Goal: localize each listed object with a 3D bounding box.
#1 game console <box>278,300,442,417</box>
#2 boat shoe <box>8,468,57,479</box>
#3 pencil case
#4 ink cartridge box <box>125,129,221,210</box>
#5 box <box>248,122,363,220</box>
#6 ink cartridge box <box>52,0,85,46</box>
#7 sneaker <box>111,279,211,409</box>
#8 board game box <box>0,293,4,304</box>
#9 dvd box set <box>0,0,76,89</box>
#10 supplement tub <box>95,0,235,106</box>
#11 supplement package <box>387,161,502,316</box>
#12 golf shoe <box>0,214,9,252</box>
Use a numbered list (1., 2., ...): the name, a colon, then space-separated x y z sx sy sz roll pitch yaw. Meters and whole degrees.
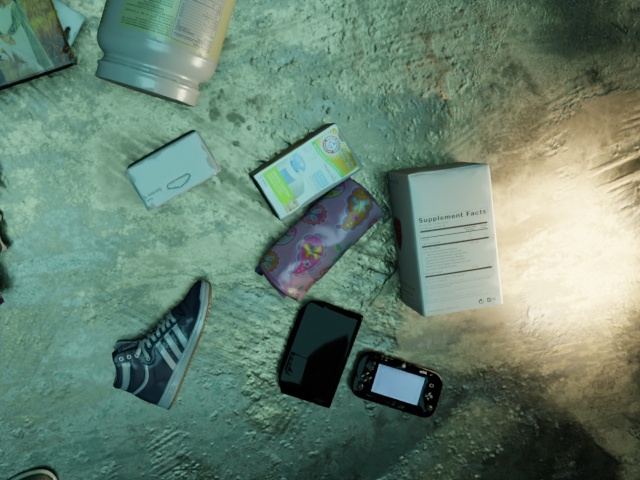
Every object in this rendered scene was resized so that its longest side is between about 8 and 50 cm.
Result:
1. game console: 0.098 0.274 2.022 0.361 0.044 0.213 19 93 -12
2. boat shoe: -0.666 0.586 1.899 0.305 0.091 0.109 -37 101 -4
3. pencil case: 0.000 0.000 1.940 0.124 0.124 0.284 44 88 -11
4. ink cartridge box: -0.288 -0.141 1.818 0.160 0.219 0.093 -30 101 -6
5. box: -0.031 -0.144 1.922 0.203 0.103 0.114 -33 101 -5
6. ink cartridge box: -0.567 -0.433 1.815 0.198 0.067 0.115 28 91 -10
7. sneaker: -0.331 0.197 1.911 0.153 0.099 0.282 20 95 -13
8. board game box: -0.811 0.099 1.801 0.346 0.056 0.208 -23 104 8
9. dvd box set: -0.669 -0.475 1.711 0.307 0.062 0.420 -22 97 -15
10. supplement tub: -0.288 -0.438 1.777 0.235 0.235 0.325 16 93 -11
11. supplement package: 0.256 -0.009 1.949 0.175 0.177 0.293 -8 97 -8
12. golf shoe: -0.680 -0.053 1.848 0.086 0.067 0.186 -18 89 -48
